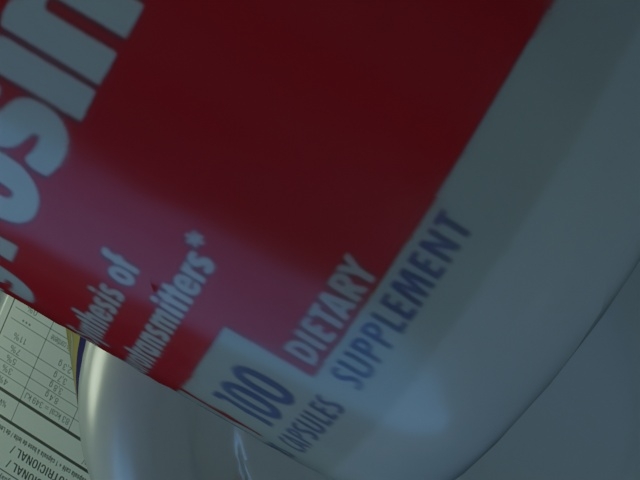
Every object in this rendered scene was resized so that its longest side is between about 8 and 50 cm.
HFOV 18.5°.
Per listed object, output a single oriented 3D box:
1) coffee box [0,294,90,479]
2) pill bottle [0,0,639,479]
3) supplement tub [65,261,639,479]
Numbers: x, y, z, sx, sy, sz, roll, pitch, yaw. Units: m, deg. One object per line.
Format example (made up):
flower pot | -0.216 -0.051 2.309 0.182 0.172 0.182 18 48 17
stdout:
coffee box | -0.047 0.092 1.643 0.338 0.334 0.337 29 -164 16
pill bottle | -0.091 -0.116 0.571 0.408 0.229 0.229 30 177 -3
supplement tub | 0.000 0.000 0.884 0.241 0.241 0.331 32 -164 -24
